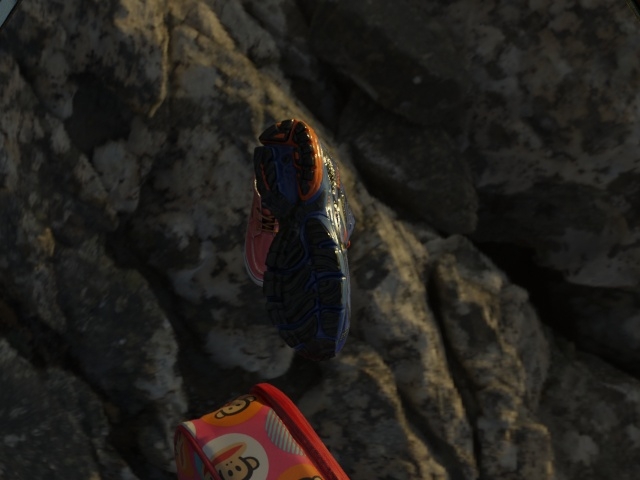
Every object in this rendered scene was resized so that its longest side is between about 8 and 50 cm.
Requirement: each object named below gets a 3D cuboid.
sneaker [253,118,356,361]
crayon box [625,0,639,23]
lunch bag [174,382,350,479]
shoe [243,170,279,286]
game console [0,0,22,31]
[{"bbox_3d":[0.000,0.000,0.868,0.087,0.083,0.221,19,62,-54],"label":"sneaker"},{"bbox_3d":[0.313,-0.161,0.754,0.318,0.081,0.202,39,27,-30],"label":"crayon box"},{"bbox_3d":[-0.026,0.302,0.887,0.120,0.293,0.258,-26,53,-23],"label":"lunch bag"},{"bbox_3d":[-0.076,-0.029,1.359,0.063,0.081,0.178,3,63,-1],"label":"shoe"},{"bbox_3d":[-0.384,-0.144,0.952,0.044,0.213,0.361,33,81,-19],"label":"game console"}]
